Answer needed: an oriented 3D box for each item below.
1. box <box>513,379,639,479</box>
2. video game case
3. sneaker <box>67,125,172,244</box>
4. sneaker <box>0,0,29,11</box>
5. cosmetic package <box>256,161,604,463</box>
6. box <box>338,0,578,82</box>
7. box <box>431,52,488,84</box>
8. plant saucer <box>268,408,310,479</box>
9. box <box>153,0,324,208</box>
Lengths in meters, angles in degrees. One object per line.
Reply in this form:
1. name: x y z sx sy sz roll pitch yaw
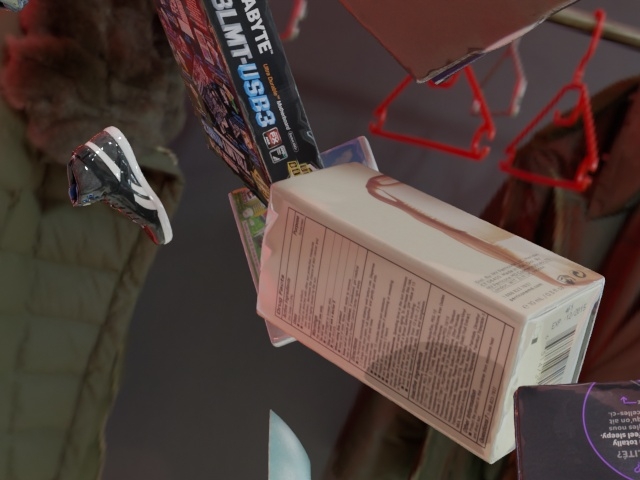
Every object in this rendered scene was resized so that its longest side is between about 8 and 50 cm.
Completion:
1. box: 0.220 0.241 0.666 0.165 0.143 0.270 -5 45 13
2. video game case: 0.000 0.000 1.245 0.193 0.212 0.023 -22 -20 12
3. sneaker: -0.338 -0.065 1.639 0.121 0.217 0.079 -35 23 -24
4. sneaker: -0.439 -0.397 1.451 0.111 0.121 0.300 21 31 30
5. cosmetic package: 0.090 0.052 0.932 0.296 0.153 0.129 30 34 35
6. box: 0.012 -0.286 0.559 0.381 0.143 0.191 45 -28 -15
7. box: 0.135 -0.295 1.074 0.207 0.108 0.153 53 -23 -6
8. plant saucer: -0.027 0.244 0.868 0.037 0.195 0.195 0 7 -2
9. box: -0.105 -0.197 1.127 0.073 0.293 0.295 -27 30 -11
